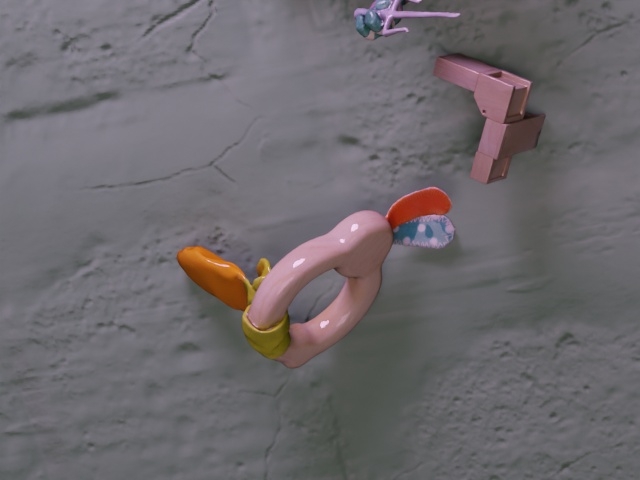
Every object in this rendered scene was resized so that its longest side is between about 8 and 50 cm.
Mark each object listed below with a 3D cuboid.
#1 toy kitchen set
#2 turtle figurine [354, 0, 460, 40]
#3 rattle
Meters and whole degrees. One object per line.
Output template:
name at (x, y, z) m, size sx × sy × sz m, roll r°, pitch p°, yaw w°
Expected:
toy kitchen set at (0.132, -0.101, 1.367) m, size 0.075 × 0.068 × 0.083 m, roll 26°, pitch 114°, yaw 29°
turtle figurine at (0.071, -0.234, 1.287) m, size 0.234 × 0.118 × 0.175 m, roll 27°, pitch 97°, yaw 15°
rattle at (0.000, 0.000, 1.425) m, size 0.199 × 0.143 × 0.130 m, roll -49°, pitch 129°, yaw 5°
